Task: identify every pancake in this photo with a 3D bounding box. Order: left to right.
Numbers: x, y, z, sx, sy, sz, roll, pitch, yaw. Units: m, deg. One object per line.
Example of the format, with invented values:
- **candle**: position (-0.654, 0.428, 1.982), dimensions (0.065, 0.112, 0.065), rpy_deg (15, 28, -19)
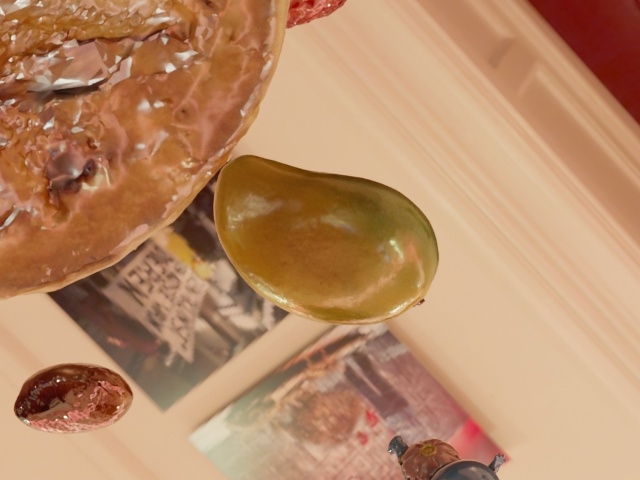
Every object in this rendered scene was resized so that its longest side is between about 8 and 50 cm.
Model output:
- **pancake**: position (-0.162, -0.100, 0.486), dimensions (0.356, 0.065, 0.356), rpy_deg (-24, 142, -20)

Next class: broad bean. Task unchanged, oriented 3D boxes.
- **broad bean**: position (-0.329, 0.208, 1.223), dimensions (0.165, 0.114, 0.084), rpy_deg (-17, -132, 31)

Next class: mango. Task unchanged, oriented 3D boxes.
- **mango**: position (0.001, 0.004, 0.745), dimensions (0.085, 0.191, 0.122), rpy_deg (-25, 127, -77)

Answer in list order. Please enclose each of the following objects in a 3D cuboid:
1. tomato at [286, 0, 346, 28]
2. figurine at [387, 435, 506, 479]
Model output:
- **tomato**: position (-0.045, -0.387, 1.144), dimensions (0.228, 0.101, 0.228), rpy_deg (-23, 141, -20)
- **figurine**: position (0.145, 0.304, 1.064), dimensions (0.178, 0.114, 0.144), rpy_deg (39, -58, 58)
